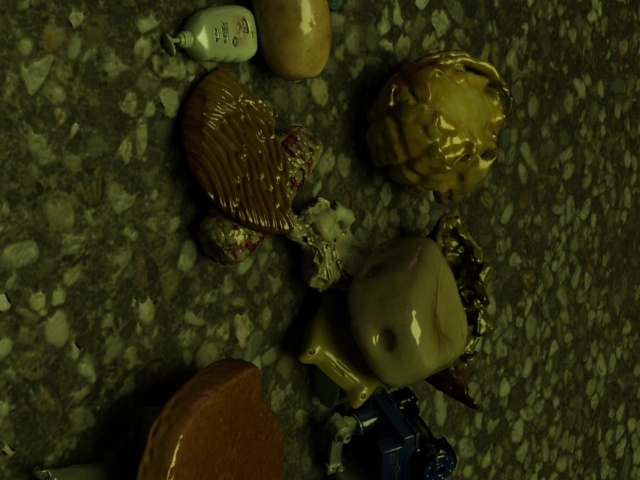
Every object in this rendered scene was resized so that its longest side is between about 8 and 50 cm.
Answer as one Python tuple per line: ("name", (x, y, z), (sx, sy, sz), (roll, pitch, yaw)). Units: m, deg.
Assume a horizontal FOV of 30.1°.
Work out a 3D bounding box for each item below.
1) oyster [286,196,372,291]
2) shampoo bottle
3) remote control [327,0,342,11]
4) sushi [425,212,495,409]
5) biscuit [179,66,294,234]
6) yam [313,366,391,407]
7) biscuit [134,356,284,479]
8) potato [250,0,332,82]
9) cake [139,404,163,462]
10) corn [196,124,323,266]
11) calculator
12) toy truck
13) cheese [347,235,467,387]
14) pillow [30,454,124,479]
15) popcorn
("oyster", (0.000, 0.000, 1.722), (0.191, 0.081, 0.163), (48, 31, -39))
("shampoo bottle", (-0.149, -0.266, 1.546), (0.152, 0.045, 0.077), (-14, 104, -46))
("remote control", (-0.020, -0.385, 1.700), (0.152, 0.027, 0.043), (47, 65, -37))
("sushi", (0.206, 0.108, 1.872), (0.167, 0.179, 0.296), (21, 77, -59))
("biscuit", (-0.095, -0.113, 1.552), (0.228, 0.031, 0.176), (48, 57, -1))
("yam", (0.062, 0.201, 1.797), (0.179, 0.078, 0.078), (-13, 102, -45))
("biscuit", (-0.153, 0.372, 1.503), (0.350, 0.078, 0.455), (33, 67, -70))
("potato", (-0.040, -0.304, 1.614), (0.118, 0.109, 0.178), (-41, 121, -63))
("cake", (-0.208, 0.272, 1.515), (0.065, 0.052, 0.121), (39, 65, -49))
("corn", (-0.076, -0.070, 1.613), (0.253, 0.086, 0.086), (-53, 129, -33))
("calculator", (0.054, 0.124, 1.756), (0.157, 0.033, 0.236), (41, 43, -16))
("toy truck", (0.094, 0.337, 1.782), (0.177, 0.161, 0.213), (-15, 128, -21))
("cheese", (0.133, 0.108, 1.711), (0.218, 0.117, 0.235), (48, 42, -43))
("pillow", (-0.278, 0.383, 1.397), (0.169, 0.059, 0.254), (15, 72, -58))
("popcorn", (0.180, -0.173, 1.821), (0.250, 0.190, 0.250), (-11, 106, -43))
